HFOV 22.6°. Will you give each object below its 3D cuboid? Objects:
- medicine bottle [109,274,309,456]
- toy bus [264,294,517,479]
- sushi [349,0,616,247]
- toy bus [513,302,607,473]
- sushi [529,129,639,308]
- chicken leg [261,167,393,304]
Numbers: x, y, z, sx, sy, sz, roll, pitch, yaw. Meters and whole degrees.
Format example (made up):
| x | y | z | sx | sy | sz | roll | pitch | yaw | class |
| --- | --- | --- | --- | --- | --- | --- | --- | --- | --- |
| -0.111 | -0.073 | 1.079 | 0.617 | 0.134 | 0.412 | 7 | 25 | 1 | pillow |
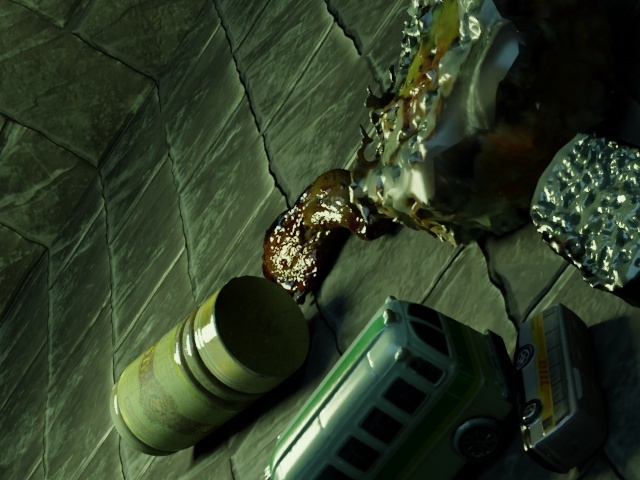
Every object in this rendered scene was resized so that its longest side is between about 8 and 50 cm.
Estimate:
| x | y | z | sx | sy | sz | roll | pitch | yaw | class |
| --- | --- | --- | --- | --- | --- | --- | --- | --- | --- |
| -0.162 | 0.182 | 2.226 | 0.322 | 0.151 | 0.151 | -39 | 29 | 46 | medicine bottle |
| 0.062 | 0.198 | 1.630 | 0.276 | 0.165 | 0.133 | -53 | 20 | 20 | toy bus |
| 0.179 | -0.185 | 1.841 | 0.417 | 0.176 | 0.417 | -164 | 90 | -72 | sushi |
| 0.221 | 0.135 | 1.490 | 0.072 | 0.057 | 0.172 | -40 | 27 | 26 | toy bus |
| 0.285 | -0.009 | 1.421 | 0.124 | 0.127 | 0.225 | -58 | 26 | 8 | sushi |
| 0.002 | -0.012 | 2.223 | 0.322 | 0.083 | 0.177 | -42 | 35 | 46 | chicken leg |
